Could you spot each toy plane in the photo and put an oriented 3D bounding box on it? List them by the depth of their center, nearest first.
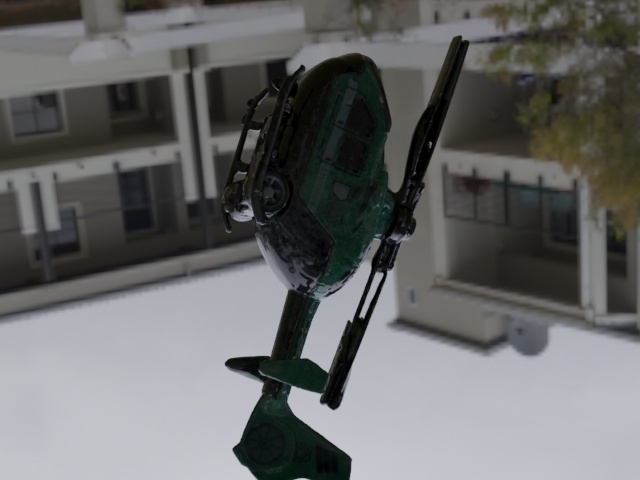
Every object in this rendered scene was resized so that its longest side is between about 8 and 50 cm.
[{"bbox_3d":[0.000,0.000,0.879,0.155,0.382,0.106,19,168,-17],"label":"toy plane"}]
